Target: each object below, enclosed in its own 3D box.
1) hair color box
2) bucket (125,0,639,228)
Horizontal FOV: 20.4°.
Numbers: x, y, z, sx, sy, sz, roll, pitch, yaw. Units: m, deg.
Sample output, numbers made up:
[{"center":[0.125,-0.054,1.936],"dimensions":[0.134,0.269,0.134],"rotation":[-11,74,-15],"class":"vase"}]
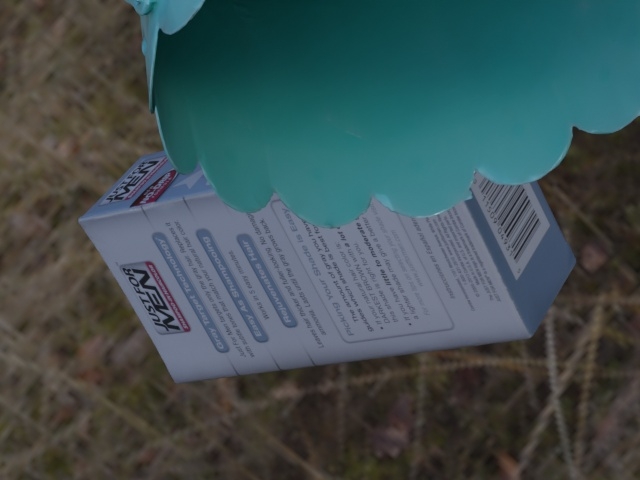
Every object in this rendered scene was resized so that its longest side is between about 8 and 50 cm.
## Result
[{"center":[0.000,0.000,1.477],"dimensions":[0.374,0.185,0.113],"rotation":[-11,28,37],"class":"hair color box"},{"center":[0.031,-0.151,0.879],"dimensions":[0.281,0.281,0.183],"rotation":[-31,57,28],"class":"bucket"}]
